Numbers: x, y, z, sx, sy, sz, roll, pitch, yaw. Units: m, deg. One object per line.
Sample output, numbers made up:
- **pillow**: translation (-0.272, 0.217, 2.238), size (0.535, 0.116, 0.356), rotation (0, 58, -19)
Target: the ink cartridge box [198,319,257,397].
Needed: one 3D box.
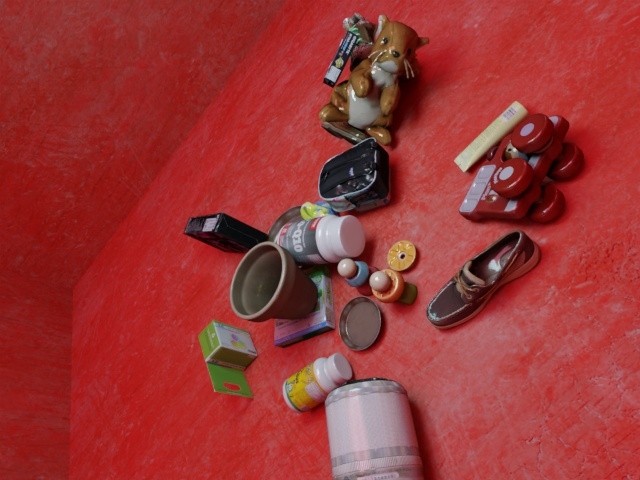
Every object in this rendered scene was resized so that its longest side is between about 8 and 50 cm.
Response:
- **ink cartridge box**: translation (-0.323, 0.437, 1.556), size (0.097, 0.188, 0.255), rotation (-47, 44, 11)

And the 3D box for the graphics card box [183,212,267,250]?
- **graphics card box**: translation (-0.424, -0.027, 1.852), size (0.370, 0.232, 0.094), rotation (-2, 65, 51)

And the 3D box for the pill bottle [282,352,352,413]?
- **pill bottle**: translation (-0.008, 0.436, 1.302), size (0.208, 0.117, 0.118), rotation (-38, 46, 23)

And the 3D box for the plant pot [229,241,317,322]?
- **plant pot**: translation (-0.135, 0.167, 1.416), size (0.262, 0.229, 0.263), rotation (-23, 52, 33)

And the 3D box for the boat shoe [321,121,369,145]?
- **boat shoe**: translation (0.108, -0.465, 1.708), size (0.105, 0.110, 0.307), rotation (-55, 42, 7)

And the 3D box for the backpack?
- **backpack**: translation (0.122, -0.214, 1.491), size (0.253, 0.191, 0.225), rotation (-15, 55, 30)

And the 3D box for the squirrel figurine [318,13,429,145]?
- **squirrel figurine**: translation (0.217, -0.605, 1.510), size (0.397, 0.280, 0.371), rotation (-65, 0, -47)

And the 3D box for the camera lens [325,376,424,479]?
- **camera lens**: translation (0.130, 0.500, 1.054), size (0.219, 0.219, 0.275), rotation (-30, 49, 29)

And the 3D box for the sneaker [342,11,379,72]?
- **sneaker**: translation (0.149, -0.826, 1.753), size (0.158, 0.182, 0.411), rotation (-38, 25, 37)

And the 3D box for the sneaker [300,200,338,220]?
- **sneaker**: translation (0.044, -0.075, 1.566), size (0.240, 0.126, 0.091), rotation (42, 134, 18)

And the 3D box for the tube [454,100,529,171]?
- **tube**: translation (0.511, -0.309, 1.273), size (0.240, 0.070, 0.062), rotation (-44, 74, 20)

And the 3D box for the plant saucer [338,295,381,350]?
- **plant saucer**: translation (0.128, 0.261, 1.328), size (0.168, 0.029, 0.169), rotation (-19, 61, 38)

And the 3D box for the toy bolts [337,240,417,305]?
- **toy bolts**: translation (0.170, 0.082, 1.299), size (0.228, 0.158, 0.219), rotation (-2, 66, 43)

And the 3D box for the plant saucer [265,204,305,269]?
- **plant saucer**: translation (-0.110, 0.008, 1.697), size (0.310, 0.050, 0.311), rotation (-24, 52, 34)

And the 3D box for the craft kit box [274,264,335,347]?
- **craft kit box**: translation (-0.066, 0.234, 1.522), size (0.249, 0.061, 0.247), rotation (-27, 54, 31)

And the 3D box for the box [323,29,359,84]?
- **box**: translation (0.070, -0.657, 1.546), size (0.175, 0.051, 0.220), rotation (-62, 8, 13)

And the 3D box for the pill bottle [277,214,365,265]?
- **pill bottle**: translation (0.000, 0.000, 1.436), size (0.283, 0.161, 0.162), rotation (-9, 62, 42)

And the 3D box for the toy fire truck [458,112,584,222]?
- **toy fire truck**: translation (0.519, -0.190, 1.134), size (0.302, 0.169, 0.254), rotation (-63, 23, -5)

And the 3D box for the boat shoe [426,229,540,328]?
- **boat shoe**: translation (0.398, 0.098, 1.095), size (0.342, 0.123, 0.123), rotation (-41, 45, 20)
